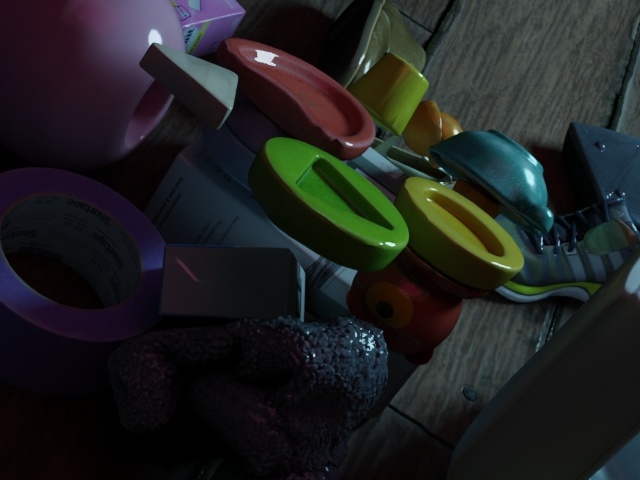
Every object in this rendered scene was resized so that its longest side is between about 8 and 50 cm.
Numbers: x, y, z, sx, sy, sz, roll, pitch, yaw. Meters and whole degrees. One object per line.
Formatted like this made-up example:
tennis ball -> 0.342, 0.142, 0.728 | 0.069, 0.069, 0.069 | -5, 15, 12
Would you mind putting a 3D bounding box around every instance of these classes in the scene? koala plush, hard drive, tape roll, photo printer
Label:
koala plush -> -0.036, 0.180, 1.160 | 0.196, 0.203, 0.221 | 16, 66, -57
hard drive -> 0.422, -0.052, 1.840 | 0.255, 0.054, 0.172 | 13, 43, -27
tape roll -> -0.223, 0.033, 1.240 | 0.189, 0.080, 0.189 | 21, 39, -19
photo printer -> 0.245, 0.123, 1.314 | 0.107, 0.307, 0.256 | 43, 34, 8

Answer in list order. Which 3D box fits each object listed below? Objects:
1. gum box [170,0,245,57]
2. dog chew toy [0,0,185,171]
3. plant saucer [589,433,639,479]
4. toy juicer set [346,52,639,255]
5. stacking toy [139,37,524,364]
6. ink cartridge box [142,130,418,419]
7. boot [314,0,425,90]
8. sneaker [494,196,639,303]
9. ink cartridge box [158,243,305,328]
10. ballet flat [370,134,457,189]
gum box -> -0.186, -0.283, 1.613 | 0.188, 0.062, 0.107 | 48, 39, 15
dog chew toy -> -0.292, -0.205, 1.354 | 0.332, 0.206, 0.206 | 31, 37, 7
plant saucer -> 0.351, 0.197, 1.472 | 0.195, 0.037, 0.195 | -5, 65, 11
toy juicer set -> 0.175, -0.043, 1.450 | 0.329, 0.089, 0.209 | 38, -1, 25
stacking toy -> -0.019, -0.028, 1.206 | 0.309, 0.130, 0.279 | 45, 23, 25
ink cartridge box -> 0.000, 0.000, 1.409 | 0.289, 0.121, 0.211 | 37, 37, 1
boot -> 0.065, -0.204, 1.665 | 0.115, 0.112, 0.305 | 43, 23, -9
sneaker -> 0.280, 0.000, 1.623 | 0.300, 0.121, 0.111 | 7, 46, -32
ink cartridge box -> -0.069, 0.046, 1.248 | 0.104, 0.180, 0.060 | 2, 81, 4
ballet flat -> 0.050, -0.095, 1.582 | 0.248, 0.086, 0.086 | 24, 39, -14
